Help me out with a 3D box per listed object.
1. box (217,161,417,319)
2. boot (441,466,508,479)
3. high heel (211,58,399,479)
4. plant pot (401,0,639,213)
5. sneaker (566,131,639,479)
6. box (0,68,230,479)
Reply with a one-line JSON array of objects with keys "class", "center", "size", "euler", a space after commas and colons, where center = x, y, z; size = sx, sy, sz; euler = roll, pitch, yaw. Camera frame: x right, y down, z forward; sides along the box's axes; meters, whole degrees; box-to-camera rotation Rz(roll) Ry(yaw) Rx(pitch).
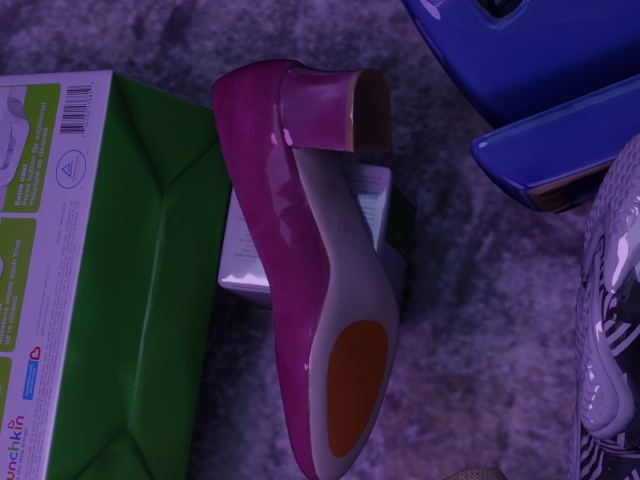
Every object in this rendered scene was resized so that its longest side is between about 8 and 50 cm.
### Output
[{"class": "box", "center": [0.000, 0.000, 1.199], "size": [0.102, 0.101, 0.087], "euler": [8, 82, 13]}, {"class": "boot", "center": [0.049, 0.277, 1.132], "size": [0.262, 0.095, 0.203], "euler": [-53, 36, 36]}, {"class": "high heel", "center": [-0.022, 0.016, 1.121], "size": [0.117, 0.082, 0.244], "euler": [2, 94, 39]}, {"class": "plant pot", "center": [0.168, -0.144, 1.130], "size": [0.236, 0.236, 0.212], "euler": [-21, 83, 7]}, {"class": "sneaker", "center": [0.244, 0.110, 1.057], "size": [0.210, 0.137, 0.366], "euler": [2, 115, 5]}, {"class": "box", "center": [-0.193, 0.037, 1.182], "size": [0.231, 0.126, 0.262], "euler": [0, 78, 38]}]
